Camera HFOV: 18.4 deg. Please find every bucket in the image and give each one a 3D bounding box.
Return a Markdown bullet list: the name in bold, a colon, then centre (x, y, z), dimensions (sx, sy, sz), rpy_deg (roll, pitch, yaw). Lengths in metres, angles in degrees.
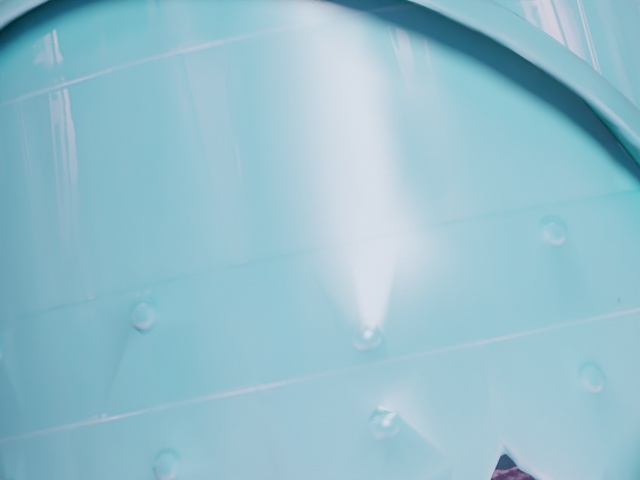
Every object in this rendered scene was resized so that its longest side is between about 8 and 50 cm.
- **bucket**: centre (0.000, 0.000, 0.634), dimensions (0.281, 0.281, 0.183), rpy_deg (-13, 86, 12)

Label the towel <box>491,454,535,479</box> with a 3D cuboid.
- **towel**: centre (-0.030, 0.038, 0.796), dimensions (0.324, 0.056, 0.312), rpy_deg (-20, 87, 10)
